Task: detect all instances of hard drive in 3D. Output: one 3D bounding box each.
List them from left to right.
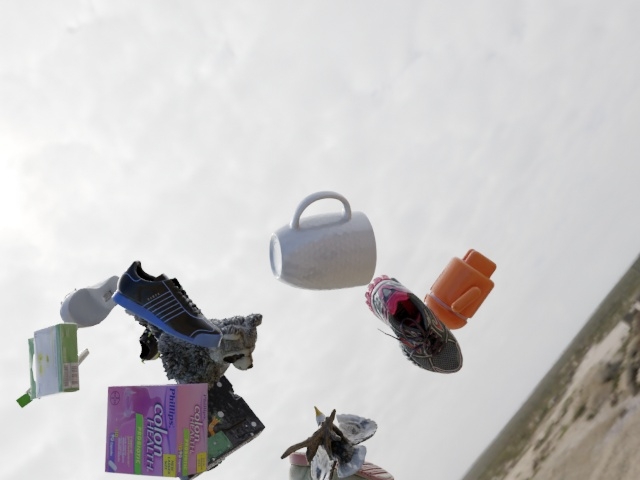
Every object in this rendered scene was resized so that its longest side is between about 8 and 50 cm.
[{"bbox_3d":[-0.362,0.585,1.964,0.338,0.237,0.064,-18,-31,-54],"label":"hard drive"}]

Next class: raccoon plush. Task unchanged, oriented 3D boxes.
[{"bbox_3d":[-0.392,0.259,1.893,0.299,0.446,0.216,-54,4,31],"label":"raccoon plush"}]

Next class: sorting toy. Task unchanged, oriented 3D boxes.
[{"bbox_3d":[-0.853,0.420,1.988,0.195,0.047,0.348,-32,10,4],"label":"sorting toy"}]

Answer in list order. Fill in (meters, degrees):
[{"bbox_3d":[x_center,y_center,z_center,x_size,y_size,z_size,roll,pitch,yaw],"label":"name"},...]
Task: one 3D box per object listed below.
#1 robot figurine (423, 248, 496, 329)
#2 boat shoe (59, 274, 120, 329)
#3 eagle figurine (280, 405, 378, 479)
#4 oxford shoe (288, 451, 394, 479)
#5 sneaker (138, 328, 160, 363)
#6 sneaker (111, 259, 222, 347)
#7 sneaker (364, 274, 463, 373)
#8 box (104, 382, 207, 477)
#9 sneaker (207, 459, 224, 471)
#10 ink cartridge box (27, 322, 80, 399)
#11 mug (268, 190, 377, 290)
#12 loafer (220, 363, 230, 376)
[{"bbox_3d":[0.339,0.127,1.531,0.128,0.158,0.220,28,-81,-39],"label":"robot figurine"},{"bbox_3d":[-0.794,0.215,2.075,0.156,0.136,0.367,-22,11,10],"label":"boat shoe"},{"bbox_3d":[0.040,0.571,1.769,0.298,0.226,0.225,62,-152,-56],"label":"eagle figurine"},{"bbox_3d":[0.059,0.754,1.938,0.140,0.396,0.147,19,-109,-43],"label":"oxford shoe"},{"bbox_3d":[-0.672,0.379,2.483,0.097,0.084,0.235,-3,-77,-60],"label":"sneaker"},{"bbox_3d":[-0.285,0.123,1.205,0.091,0.232,0.081,-63,1,5],"label":"sneaker"},{"bbox_3d":[0.217,0.206,1.386,0.299,0.112,0.121,43,-94,-22],"label":"sneaker"},{"bbox_3d":[-0.412,0.470,1.562,0.117,0.242,0.214,18,-113,-59],"label":"box"},{"bbox_3d":[-0.381,0.758,2.333,0.224,0.098,0.083,-45,-45,-9],"label":"sneaker"},{"bbox_3d":[-0.706,0.315,1.595,0.235,0.171,0.056,-17,-16,32],"label":"ink cartridge box"},{"bbox_3d":[0.000,0.000,2.180,0.327,0.276,0.375,-5,-59,-20],"label":"mug"},{"bbox_3d":[-0.348,0.441,2.235,0.056,0.050,0.148,-56,0,28],"label":"loafer"}]
